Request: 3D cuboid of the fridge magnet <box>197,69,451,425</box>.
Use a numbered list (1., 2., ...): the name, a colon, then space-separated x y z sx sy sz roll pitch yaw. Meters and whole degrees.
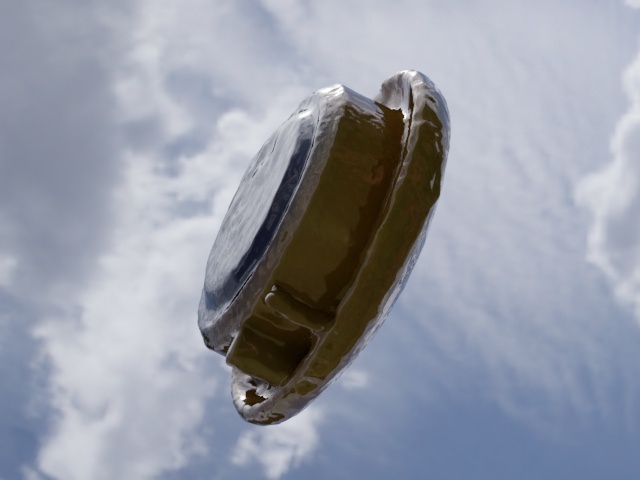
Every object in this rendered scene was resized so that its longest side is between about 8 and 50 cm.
1. fridge magnet: 0.000 0.000 0.636 0.063 0.143 0.143 26 -101 -13
